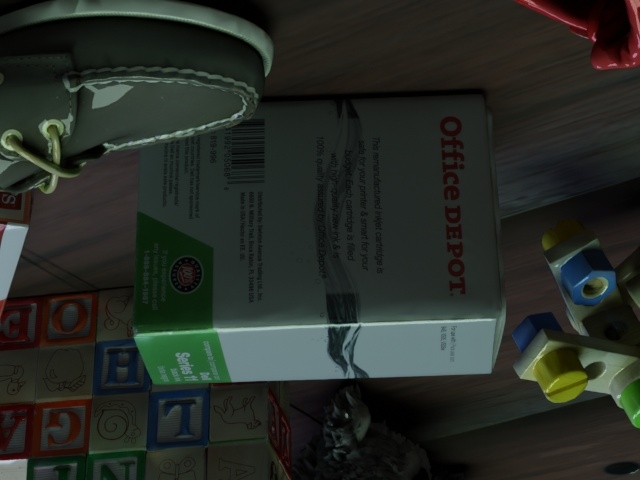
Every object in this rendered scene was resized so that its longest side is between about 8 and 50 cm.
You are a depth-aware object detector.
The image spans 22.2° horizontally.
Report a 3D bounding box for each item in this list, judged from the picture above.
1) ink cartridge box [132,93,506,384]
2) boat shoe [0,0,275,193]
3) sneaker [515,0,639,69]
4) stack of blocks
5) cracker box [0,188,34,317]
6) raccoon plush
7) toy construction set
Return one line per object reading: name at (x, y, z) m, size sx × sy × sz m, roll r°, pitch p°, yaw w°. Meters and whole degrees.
ink cartridge box at (0.000, 0.000, 0.962) m, size 0.209 × 0.153 × 0.087 m, roll -1°, pitch 153°, yaw 3°
boat shoe at (-0.176, -0.067, 0.893) m, size 0.305 × 0.091 × 0.109 m, roll -4°, pitch 152°, yaw 5°
sneaker at (0.155, -0.129, 0.760) m, size 0.279 × 0.118 × 0.107 m, roll 8°, pitch 151°, yaw -16°
stack of blocks at (-0.174, 0.132, 1.185) m, size 0.297 × 0.171 × 0.087 m, roll -5°, pitch 152°, yaw 8°
cracker box at (-0.304, -0.014, 1.015) m, size 0.232 × 0.067 × 0.155 m, roll 7°, pitch 152°, yaw -15°
raccoon plush at (-0.054, 0.283, 1.459) m, size 0.447 × 0.216 × 0.299 m, roll -16°, pitch 141°, yaw 26°
toy construction set at (0.271, 0.066, 1.096) m, size 0.215 × 0.151 × 0.328 m, roll -37°, pitch 150°, yaw 11°
